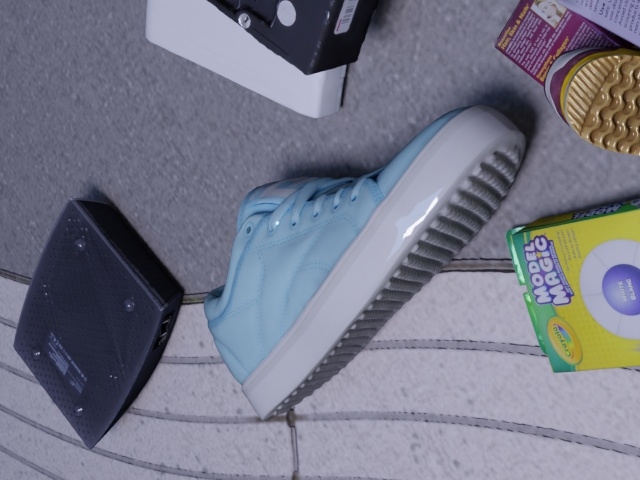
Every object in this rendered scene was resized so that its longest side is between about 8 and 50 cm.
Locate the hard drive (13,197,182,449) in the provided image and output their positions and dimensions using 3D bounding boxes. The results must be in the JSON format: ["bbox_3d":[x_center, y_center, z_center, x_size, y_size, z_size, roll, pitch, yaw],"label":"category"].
[{"bbox_3d":[-0.234,0.087,1.120,0.172,0.054,0.254,48,133,18],"label":"hard drive"}]

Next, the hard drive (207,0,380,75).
[{"bbox_3d":[-0.073,-0.302,0.740,0.339,0.064,0.237,39,130,24],"label":"hard drive"}]

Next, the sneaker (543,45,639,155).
[{"bbox_3d":[0.216,-0.067,0.603,0.185,0.084,0.069,21,107,-9],"label":"sneaker"}]

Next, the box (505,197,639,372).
[{"bbox_3d":[0.199,0.027,0.695,0.179,0.043,0.105,-13,97,47],"label":"box"}]

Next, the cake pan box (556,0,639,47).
[{"bbox_3d":[0.228,-0.193,0.477,0.246,0.070,0.266,48,133,52],"label":"cake pan box"}]

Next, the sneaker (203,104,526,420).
[{"bbox_3d":[0.000,0.000,0.806,0.150,0.135,0.366,50,133,11],"label":"sneaker"}]

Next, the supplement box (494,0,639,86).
[{"bbox_3d":[0.160,-0.121,0.668,0.083,0.043,0.055,45,132,19],"label":"supplement box"}]

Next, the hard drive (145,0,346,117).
[{"bbox_3d":[-0.048,-0.270,0.804,0.203,0.040,0.307,29,125,32],"label":"hard drive"}]
